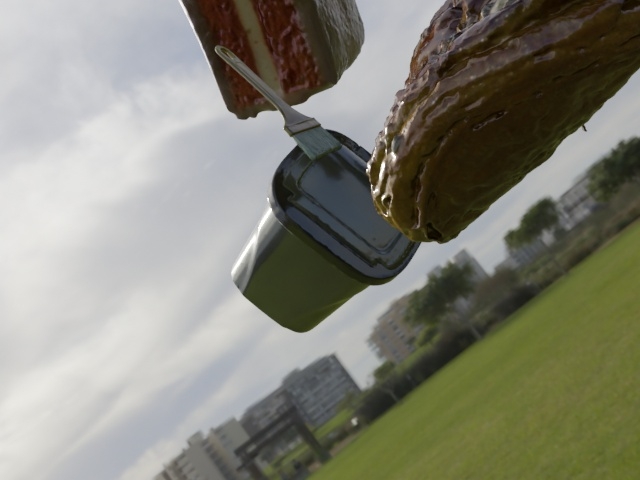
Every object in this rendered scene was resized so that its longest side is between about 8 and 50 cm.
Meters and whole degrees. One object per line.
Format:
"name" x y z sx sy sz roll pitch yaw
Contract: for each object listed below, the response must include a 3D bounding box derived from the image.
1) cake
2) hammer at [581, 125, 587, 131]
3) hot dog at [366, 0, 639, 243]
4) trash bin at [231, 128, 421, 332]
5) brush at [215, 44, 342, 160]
"cake" -0.082 -0.391 1.410 0.237 0.309 0.230 -10 31 25
"hammer" 0.426 -0.233 1.403 0.014 0.123 0.029 -25 30 20
"hot dog" 0.183 -0.166 0.837 0.387 0.174 0.267 -47 15 35
"trash bin" 0.000 0.000 1.219 0.219 0.220 0.250 -51 0 -39
"brush" -0.061 -0.180 1.056 0.011 0.205 0.083 -50 -9 30
